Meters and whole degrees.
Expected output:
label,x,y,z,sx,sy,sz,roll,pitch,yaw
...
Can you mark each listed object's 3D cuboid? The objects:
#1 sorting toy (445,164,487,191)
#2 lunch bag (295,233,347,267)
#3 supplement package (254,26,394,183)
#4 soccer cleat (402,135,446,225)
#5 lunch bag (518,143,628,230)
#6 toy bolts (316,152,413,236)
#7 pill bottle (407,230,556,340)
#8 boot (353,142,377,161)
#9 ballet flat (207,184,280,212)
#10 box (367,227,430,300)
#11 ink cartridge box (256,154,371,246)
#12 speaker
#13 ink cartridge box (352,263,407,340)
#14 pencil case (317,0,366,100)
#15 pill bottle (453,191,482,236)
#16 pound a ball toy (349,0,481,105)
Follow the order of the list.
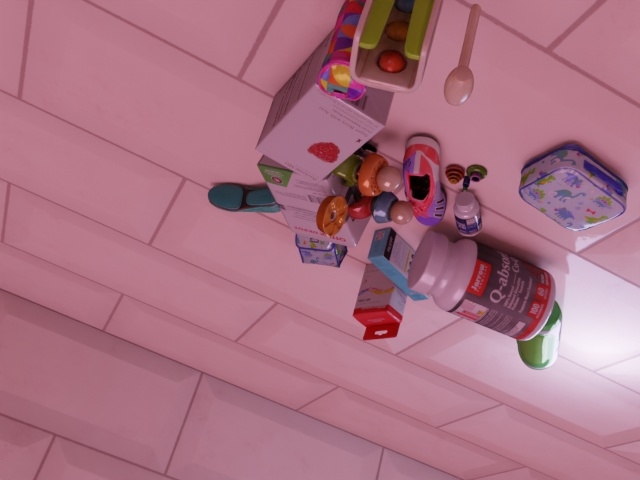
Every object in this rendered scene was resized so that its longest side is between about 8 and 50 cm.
label,x,y,z,sx,sy,sz,roll,pitch,yaw
sorting toy,0.354,-0.151,1.812,0.101,0.042,0.061,4,146,20
lunch bag,0.000,0.000,2.184,0.128,0.096,0.151,7,133,22
supplement package,0.011,-0.287,1.638,0.177,0.175,0.293,28,148,-18
soccer cleat,0.251,-0.118,1.842,0.108,0.116,0.318,7,147,16
lunch bag,0.584,-0.118,1.705,0.219,0.090,0.176,30,148,-19
toy bolts,0.121,-0.082,1.782,0.158,0.218,0.228,19,172,31
pill bottle,0.436,0.120,2.037,0.362,0.210,0.210,21,149,-8
boot,0.118,-0.202,1.849,0.118,0.042,0.087,25,146,-13
ballet flat,-0.204,-0.110,2.119,0.247,0.083,0.087,3,160,26
box,0.239,0.073,2.166,0.060,0.101,0.244,-13,137,41
ink cartridge box,-0.008,-0.127,1.923,0.211,0.122,0.289,15,151,27
speaker,0.668,0.285,2.266,0.131,0.131,0.297,6,147,18
ink cartridge box,0.183,0.179,2.234,0.134,0.231,0.078,-13,138,39
pencil case,0.062,-0.371,1.437,0.104,0.236,0.104,10,139,9
pill bottle,0.377,-0.070,1.905,0.067,0.067,0.120,4,146,21
pound a ball toy,0.177,-0.363,1.297,0.208,0.319,0.136,14,149,5
